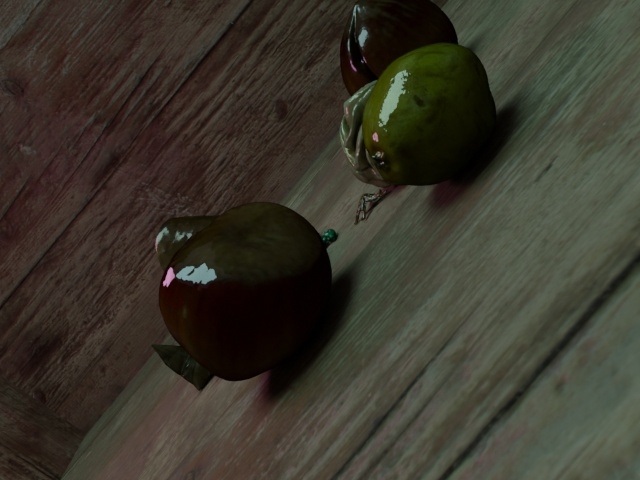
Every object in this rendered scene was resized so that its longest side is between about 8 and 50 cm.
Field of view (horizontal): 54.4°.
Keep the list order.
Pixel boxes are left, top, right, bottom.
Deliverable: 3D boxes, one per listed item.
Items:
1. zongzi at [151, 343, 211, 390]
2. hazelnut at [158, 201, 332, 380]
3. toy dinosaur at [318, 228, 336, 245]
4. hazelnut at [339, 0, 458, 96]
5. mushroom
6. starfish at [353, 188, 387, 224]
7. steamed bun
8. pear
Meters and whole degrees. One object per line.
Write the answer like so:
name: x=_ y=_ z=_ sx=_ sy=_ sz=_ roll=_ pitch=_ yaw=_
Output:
zongzi: x=-0.434 y=0.359 z=1.961 sx=0.094 sy=0.204 sz=0.205 roll=-58 pitch=10 yaw=3
hazelnut: x=-0.160 y=0.108 z=1.356 sx=0.359 sy=0.359 sz=0.409 roll=-45 pitch=4 yaw=27
toy dinosaur: x=0.000 y=0.000 z=1.824 sx=0.096 sy=0.059 sz=0.132 roll=-43 pitch=19 yaw=-4
hazelnut: x=0.247 y=-0.598 z=2.049 sx=0.402 sy=0.402 sz=0.430 roll=-32 pitch=26 yaw=59
mushroom: x=-0.230 y=0.045 z=1.677 sx=0.313 sy=0.397 sz=0.224 roll=-43 pitch=18 yaw=20
starfish: x=0.122 y=-0.104 z=1.686 sx=0.133 sy=0.041 sz=0.130 roll=-48 pitch=10 yaw=12
steamed bun: x=0.166 y=-0.288 z=1.586 sx=0.276 sy=0.203 sz=0.289 roll=-60 pitch=27 yaw=-5
pear: x=0.214 y=-0.246 z=1.231 sx=0.321 sy=0.269 sz=0.269 roll=-42 pitch=5 yaw=-32
